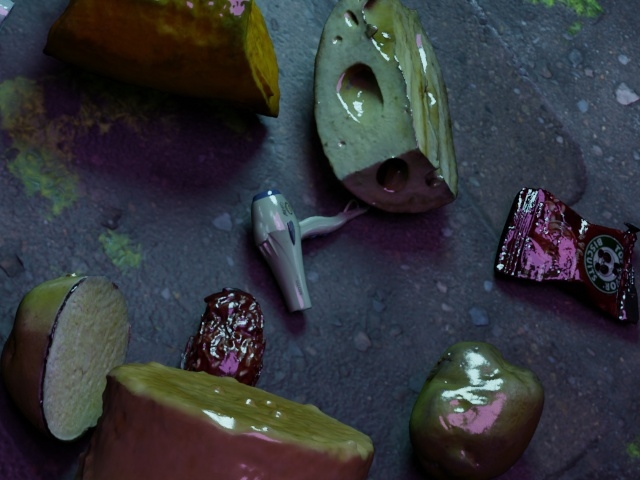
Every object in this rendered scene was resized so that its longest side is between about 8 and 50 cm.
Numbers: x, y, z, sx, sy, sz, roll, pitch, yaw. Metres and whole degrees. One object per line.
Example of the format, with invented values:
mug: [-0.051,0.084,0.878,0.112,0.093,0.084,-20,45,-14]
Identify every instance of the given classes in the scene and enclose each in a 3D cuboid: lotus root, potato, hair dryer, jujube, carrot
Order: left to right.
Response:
potato: [-0.321,0.135,1.737,0.117,0.182,0.202,7,79,20]
carrot: [-0.182,-0.307,1.932,0.341,0.241,0.241,11,63,-17]
jujube: [-0.114,0.136,1.839,0.104,0.104,0.166,23,59,-13]
hair dryer: [-0.004,0.019,1.983,0.199,0.067,0.167,5,74,-38]
lotus root: [0.085,-0.192,2.068,0.210,0.142,0.314,34,43,-51]
potato: [0.204,0.228,1.921,0.154,0.137,0.200,22,55,22]

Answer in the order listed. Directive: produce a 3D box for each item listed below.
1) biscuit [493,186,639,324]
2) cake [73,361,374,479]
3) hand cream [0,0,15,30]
biscuit: [0.374,0.019,2.132,0.235,0.063,0.151,22,71,-19]
cake: [-0.130,0.323,1.622,0.332,0.332,0.321,18,92,-16]
hand cream: [-0.554,-0.371,1.894,0.331,0.085,0.058,29,34,-13]
